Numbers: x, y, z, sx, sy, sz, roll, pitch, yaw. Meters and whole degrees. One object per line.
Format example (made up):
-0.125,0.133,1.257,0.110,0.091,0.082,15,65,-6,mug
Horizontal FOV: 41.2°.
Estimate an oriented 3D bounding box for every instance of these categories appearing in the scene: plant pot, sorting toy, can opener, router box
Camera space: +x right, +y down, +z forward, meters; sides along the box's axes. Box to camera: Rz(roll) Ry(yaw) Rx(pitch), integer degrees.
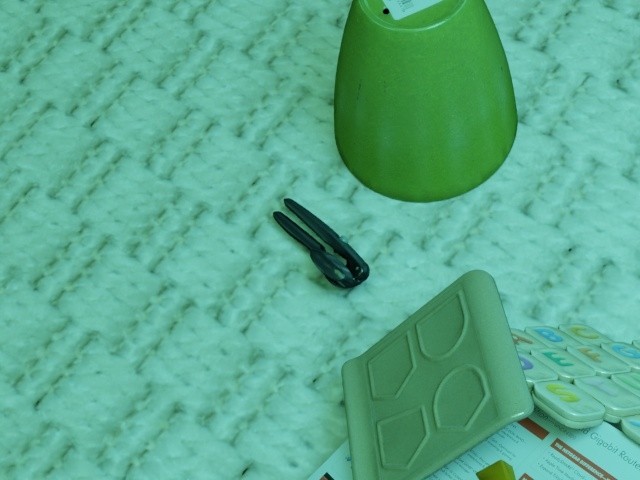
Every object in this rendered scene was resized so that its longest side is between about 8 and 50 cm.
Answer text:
0.134,-0.239,1.149,0.275,0.293,0.275,-4,64,8,plant pot
0.128,0.198,0.925,0.229,0.041,0.307,-38,34,26,sorting toy
0.000,0.000,1.191,0.059,0.073,0.186,-41,55,-1,can opener
0.168,0.288,0.923,0.301,0.082,0.335,-42,36,-11,router box

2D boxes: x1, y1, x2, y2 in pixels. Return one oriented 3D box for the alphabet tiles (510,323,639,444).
0.336,0.154,0.955,0.284,0.021,0.278,0,20,-29,alphabet tiles
